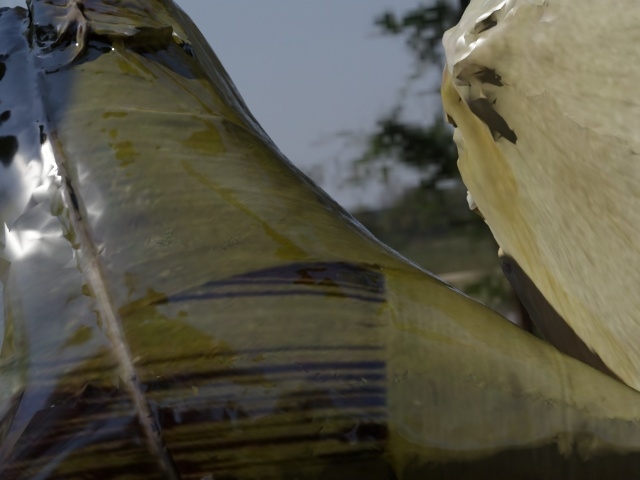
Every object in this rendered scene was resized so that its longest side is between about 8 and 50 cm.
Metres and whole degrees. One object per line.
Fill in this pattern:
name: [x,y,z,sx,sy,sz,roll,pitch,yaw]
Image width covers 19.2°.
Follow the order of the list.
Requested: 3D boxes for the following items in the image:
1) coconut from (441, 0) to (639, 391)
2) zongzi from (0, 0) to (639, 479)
coconut: [0.222,-0.070,0.730,0.360,0.346,0.346,8,-5,-11]
zongzi: [0.000,0.000,0.687,0.300,0.273,0.145,-16,-30,22]
